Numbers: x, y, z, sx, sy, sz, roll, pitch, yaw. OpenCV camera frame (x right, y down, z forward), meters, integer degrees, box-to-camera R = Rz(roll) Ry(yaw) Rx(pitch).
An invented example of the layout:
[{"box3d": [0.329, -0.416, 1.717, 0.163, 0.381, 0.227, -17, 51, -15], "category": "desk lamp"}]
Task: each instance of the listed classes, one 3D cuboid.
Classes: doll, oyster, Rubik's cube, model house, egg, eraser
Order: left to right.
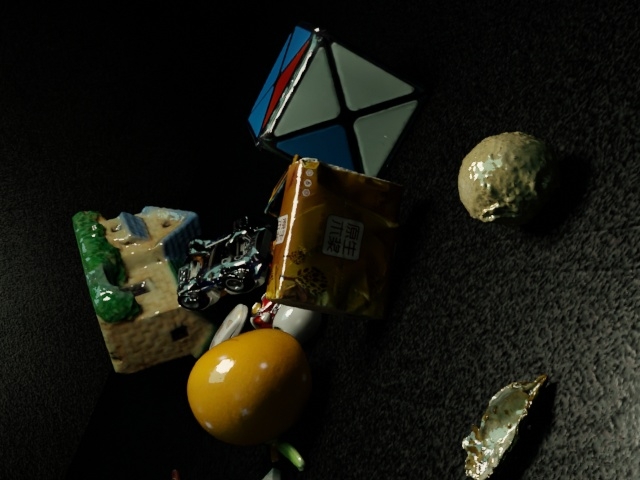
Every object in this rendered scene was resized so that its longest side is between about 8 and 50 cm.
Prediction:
[{"box3d": [-0.424, 0.111, 2.314, 0.382, 0.343, 0.334, -119, 19, -47], "category": "model house"}, {"box3d": [-0.106, 0.271, 1.461, 0.213, 0.214, 0.236, -29, 80, 62], "category": "doll"}, {"box3d": [-0.093, 0.414, 1.461, 0.083, 0.019, 0.038, -53, 22, 32], "category": "eraser"}, {"box3d": [0.024, -0.253, 1.696, 0.246, 0.250, 0.248, -61, 20, 11], "category": "Rubik's cube"}, {"box3d": [0.194, 0.200, 0.918, 0.132, 0.029, 0.086, -48, 29, 33], "category": "oyster"}, {"box3d": [0.229, -0.073, 1.080, 0.140, 0.118, 0.116, -18, 91, 55], "category": "egg"}]

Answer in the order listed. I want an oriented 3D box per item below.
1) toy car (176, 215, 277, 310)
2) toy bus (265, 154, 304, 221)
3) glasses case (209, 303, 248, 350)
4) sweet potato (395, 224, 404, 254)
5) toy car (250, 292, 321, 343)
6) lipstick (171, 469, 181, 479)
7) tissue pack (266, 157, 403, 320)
[{"box3d": [-0.216, 0.062, 2.074, 0.301, 0.118, 0.193, -20, 41, 33], "category": "toy car"}, {"box3d": [0.017, -0.051, 1.521, 0.098, 0.201, 0.114, -56, 11, 26], "category": "toy bus"}, {"box3d": [-0.215, 0.216, 2.064, 0.164, 0.041, 0.063, -54, 19, 28], "category": "glasses case"}, {"box3d": [0.109, 0.023, 1.429, 0.115, 0.026, 0.026, -60, 17, 27], "category": "sweet potato"}, {"box3d": [-0.044, 0.133, 1.606, 0.139, 0.112, 0.112, -55, 32, -2], "category": "toy car"}, {"box3d": [-0.305, 0.536, 1.898, 0.027, 0.027, 0.176, -64, 16, 1], "category": "lipstick"}, {"box3d": [0.023, 0.000, 1.377, 0.092, 0.183, 0.226, 166, 116, -68], "category": "tissue pack"}]
